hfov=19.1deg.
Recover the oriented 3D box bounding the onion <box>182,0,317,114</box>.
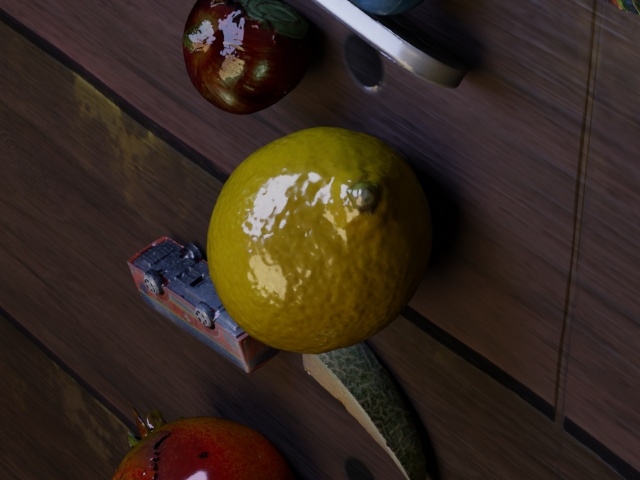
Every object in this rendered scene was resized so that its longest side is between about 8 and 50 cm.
[{"bbox_3d":[-0.068,-0.162,1.629,0.117,0.118,0.118,-119,21,-51],"label":"onion"}]

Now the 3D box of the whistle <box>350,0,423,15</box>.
[{"bbox_3d":[0.041,-0.209,1.453,0.158,0.090,0.090,-17,100,59],"label":"whistle"}]

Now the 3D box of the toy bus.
[{"bbox_3d":[-0.118,0.064,1.940,0.192,0.065,0.077,30,145,42],"label":"toy bus"}]

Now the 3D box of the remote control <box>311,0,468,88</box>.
[{"bbox_3d":[0.022,-0.190,1.509,0.245,0.077,0.022,41,108,32],"label":"remote control"}]

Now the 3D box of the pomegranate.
[{"bbox_3d":[-0.126,0.277,2.002,0.210,0.210,0.235,99,150,-46],"label":"pomegranate"}]

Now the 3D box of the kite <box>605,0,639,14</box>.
[{"bbox_3d":[0.226,-0.157,1.294,0.122,0.004,0.090,39,143,34],"label":"kite"}]

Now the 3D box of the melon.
[{"bbox_3d":[0.047,0.161,1.783,0.182,0.054,0.098,48,153,23],"label":"melon"}]

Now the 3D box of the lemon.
[{"bbox_3d":[0.000,0.000,1.593,0.187,0.187,0.244,58,145,6],"label":"lemon"}]
